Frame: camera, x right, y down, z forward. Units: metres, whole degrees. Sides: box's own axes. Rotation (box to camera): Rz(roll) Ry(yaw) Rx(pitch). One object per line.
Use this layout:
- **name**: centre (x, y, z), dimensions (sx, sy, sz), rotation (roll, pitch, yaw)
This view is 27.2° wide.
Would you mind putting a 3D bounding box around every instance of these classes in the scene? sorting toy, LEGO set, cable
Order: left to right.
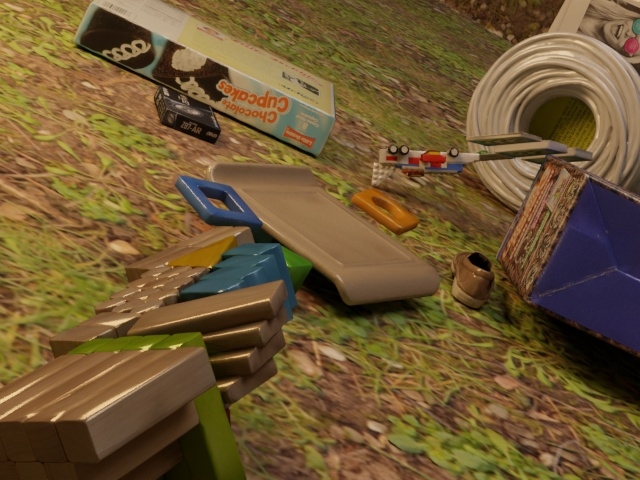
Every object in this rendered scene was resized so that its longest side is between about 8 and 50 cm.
- **sorting toy**: centre (0.000, 0.000, 1.251), dimensions (0.196, 0.047, 0.347), rotation (41, 22, 25)
- **LEGO set**: centre (0.184, -0.091, 1.622), dimensions (0.244, 0.060, 0.182), rotation (-2, -6, 38)
- **cable**: centre (0.330, -0.152, 1.810), dimensions (0.257, 0.257, 0.089), rotation (31, 12, 21)

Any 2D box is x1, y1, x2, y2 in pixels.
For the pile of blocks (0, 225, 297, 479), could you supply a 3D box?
- **pile of blocks**: centre (-0.071, 0.085, 0.759), dimensions (0.148, 0.113, 0.362), rotation (-13, 13, 15)

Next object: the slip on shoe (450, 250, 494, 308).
- **slip on shoe**: centre (0.165, 0.031, 1.405), dimensions (0.051, 0.041, 0.135), rotation (28, 17, 3)

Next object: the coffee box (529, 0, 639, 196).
- **coffee box**: centre (0.501, -0.166, 1.965), dimensions (0.334, 0.338, 0.337), rotation (36, 20, 25)

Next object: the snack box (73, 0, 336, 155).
- **snack box**: centre (-0.135, -0.219, 1.646), dimensions (0.321, 0.060, 0.187), rotation (25, 18, -8)

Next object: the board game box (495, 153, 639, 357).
- **board game box**: centre (0.332, 0.027, 1.415), dimensions (0.232, 0.141, 0.291), rotation (25, 8, -1)

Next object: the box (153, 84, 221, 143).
- **box**: centre (-0.149, -0.141, 1.473), dimensions (0.067, 0.018, 0.083), rotation (21, 19, -21)
